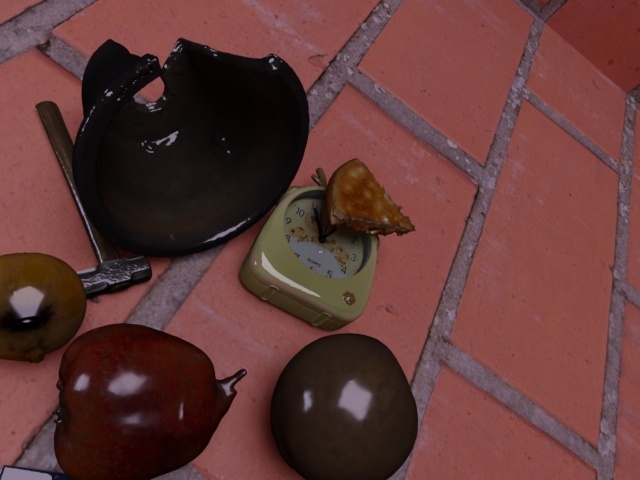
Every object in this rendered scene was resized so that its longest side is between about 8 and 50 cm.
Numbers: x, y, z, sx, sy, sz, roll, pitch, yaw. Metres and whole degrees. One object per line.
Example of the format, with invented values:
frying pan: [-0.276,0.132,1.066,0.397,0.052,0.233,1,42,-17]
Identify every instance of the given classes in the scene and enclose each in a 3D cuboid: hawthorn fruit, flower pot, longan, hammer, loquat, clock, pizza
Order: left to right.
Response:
loquat: [-0.400,0.086,0.684,0.163,0.137,0.163,3,69,-8]
hammer: [-0.399,-0.079,0.837,0.111,0.043,0.366,-18,73,-33]
hawthorn fruit: [-0.219,0.211,0.673,0.248,0.208,0.208,-2,66,-20]
flower pot: [-0.238,-0.180,0.825,0.379,0.379,0.251,-20,50,-35]
clock: [0.000,0.000,0.976,0.235,0.096,0.308,29,54,-12]
longan: [0.046,0.263,0.787,0.248,0.248,0.248,13,59,-23]
pizza: [0.090,-0.055,0.961,0.193,0.053,0.201,38,40,-5]

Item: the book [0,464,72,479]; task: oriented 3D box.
book: [-0.275,0.432,0.643,0.322,0.018,0.228,18,57,-20]
